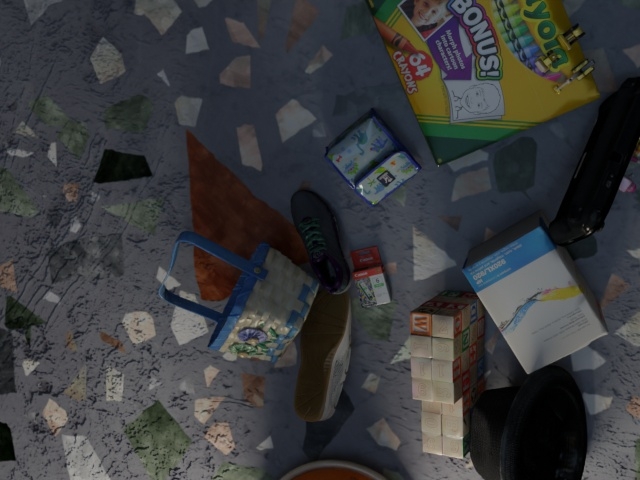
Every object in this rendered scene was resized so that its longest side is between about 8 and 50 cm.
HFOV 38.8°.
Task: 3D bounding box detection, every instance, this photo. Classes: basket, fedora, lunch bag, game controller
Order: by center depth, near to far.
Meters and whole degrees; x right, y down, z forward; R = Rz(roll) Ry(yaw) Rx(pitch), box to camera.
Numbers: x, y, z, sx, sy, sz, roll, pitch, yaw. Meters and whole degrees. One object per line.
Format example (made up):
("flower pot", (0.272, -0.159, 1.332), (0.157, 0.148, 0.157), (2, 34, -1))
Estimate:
("game controller", (0.489, -0.137, 1.573), (0.067, 0.166, 0.319), (27, 75, 3))
("fedora", (0.380, 0.390, 1.743), (0.152, 0.334, 0.334), (7, 105, 43))
("lunch bag", (0.101, -0.155, 1.758), (0.129, 0.096, 0.151), (-38, 106, 15))
("basket", (-0.167, 0.104, 1.783), (0.289, 0.201, 0.255), (28, 147, -2))

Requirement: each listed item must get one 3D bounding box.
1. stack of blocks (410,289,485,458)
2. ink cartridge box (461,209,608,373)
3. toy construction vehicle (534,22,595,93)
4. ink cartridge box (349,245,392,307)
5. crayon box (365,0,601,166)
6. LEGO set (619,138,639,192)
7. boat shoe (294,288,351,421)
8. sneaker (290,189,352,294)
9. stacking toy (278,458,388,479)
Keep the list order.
("stack of blocks", (0.249, 0.262, 1.759), (0.087, 0.171, 0.297), (4, 104, 29))
("ink cartridge box", (0.400, 0.094, 1.696), (0.168, 0.171, 0.233), (-32, 93, 17))
("toy construction vehicle", (0.427, -0.313, 1.569), (0.098, 0.035, 0.086), (-35, 93, 13))
("ink cartridge box", (0.100, 0.074, 1.835), (0.062, 0.029, 0.115), (-14, 99, 16))
("crayon box", (0.289, -0.364, 1.658), (0.313, 0.106, 0.363), (-23, 96, 16))
("LEGO set", (0.620, -0.208, 1.604), (0.107, 0.132, 0.287), (30, 120, -2))
("boat shoe", (0.016, 0.231, 1.861), (0.098, 0.096, 0.277), (11, 85, 32))
("sneaker", (0.000, 0.000, 1.795), (0.083, 0.098, 0.224), (-26, 85, 10))
("stacking toy", (-0.006, 0.669, 1.752), (0.350, 0.480, 0.351), (3, 102, 13))
